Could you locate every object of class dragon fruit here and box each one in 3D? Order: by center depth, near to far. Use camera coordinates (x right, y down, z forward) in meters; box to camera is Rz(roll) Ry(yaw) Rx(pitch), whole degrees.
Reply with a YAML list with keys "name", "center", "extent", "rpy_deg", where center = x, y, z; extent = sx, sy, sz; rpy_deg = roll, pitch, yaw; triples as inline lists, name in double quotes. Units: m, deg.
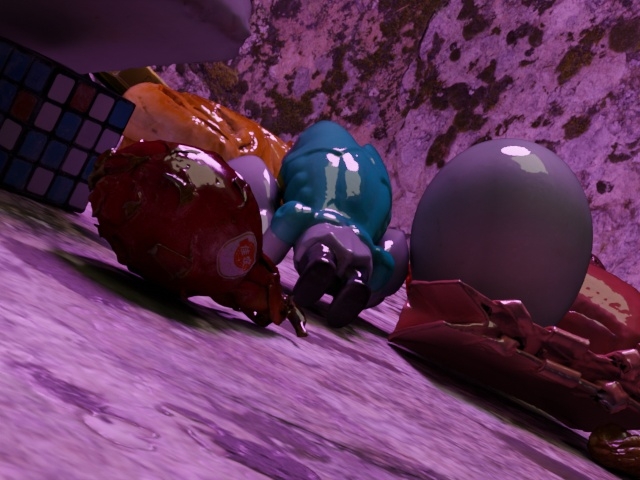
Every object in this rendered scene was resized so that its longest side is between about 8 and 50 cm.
- name: "dragon fruit"
  center: [-0.060, 0.005, 0.838]
  extent: [0.190, 0.094, 0.094]
  rpy_deg: [39, -4, -33]

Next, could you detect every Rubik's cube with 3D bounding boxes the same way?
- name: "Rubik's cube"
  center: [-0.208, -0.086, 0.969]
  extent: [0.092, 0.092, 0.092]
  rpy_deg: [29, 3, 32]

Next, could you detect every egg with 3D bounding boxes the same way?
- name: "egg"
  center: [0.167, 0.009, 1.261]
  extent: [0.168, 0.230, 0.168]
  rpy_deg: [4, 43, -3]

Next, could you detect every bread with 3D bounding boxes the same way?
- name: "bread"
  center: [-0.122, -0.089, 1.477]
  extent: [0.198, 0.120, 0.236]
  rpy_deg: [31, 5, 39]

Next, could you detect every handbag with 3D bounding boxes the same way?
- name: "handbag"
  center: [0.176, 0.098, 1.138]
  extent: [0.213, 0.059, 0.157]
  rpy_deg: [26, -13, -11]

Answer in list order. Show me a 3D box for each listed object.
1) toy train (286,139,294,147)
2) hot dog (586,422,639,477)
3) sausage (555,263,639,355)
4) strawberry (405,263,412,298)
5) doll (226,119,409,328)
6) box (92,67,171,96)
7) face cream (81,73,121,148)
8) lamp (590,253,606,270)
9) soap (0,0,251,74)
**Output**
- name: "toy train"
  center: [-0.018, -0.066, 1.850]
  extent: [0.228, 0.091, 0.136]
  rpy_deg: [43, -3, 31]
- name: "hot dog"
  center: [0.253, 0.172, 1.090]
  extent: [0.083, 0.035, 0.058]
  rpy_deg: [24, -5, -43]
- name: "sausage"
  center: [0.246, 0.086, 1.415]
  extent: [0.280, 0.152, 0.152]
  rpy_deg: [27, 3, 8]
- name: "strawberry"
  center: [0.159, 0.065, 1.563]
  extent: [0.145, 0.086, 0.145]
  rpy_deg: [27, -2, 1]
- name: "doll"
  center: [-0.015, -0.014, 1.182]
  extent: [0.195, 0.153, 0.258]
  rpy_deg: [45, 23, 7]
- name: "box"
  center: [-0.184, -0.145, 1.783]
  extent: [0.311, 0.043, 0.173]
  rpy_deg: [45, -8, -32]
- name: "face cream"
  center: [-0.332, -0.188, 1.736]
  extent: [0.143, 0.089, 0.314]
  rpy_deg: [29, 8, -24]
- name: "lamp"
  center: [0.279, 0.075, 1.801]
  extent: [0.258, 0.180, 0.180]
  rpy_deg: [30, 4, 23]
- name: "soap"
  center: [-0.288, -0.300, 1.018]
  extent: [0.435, 0.350, 0.213]
  rpy_deg: [-6, -7, 22]
